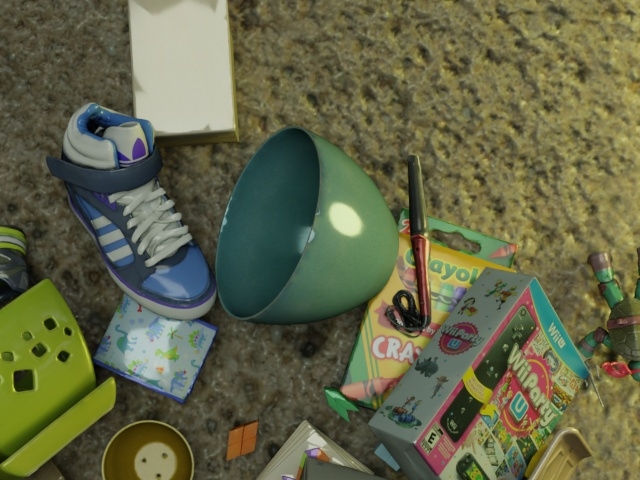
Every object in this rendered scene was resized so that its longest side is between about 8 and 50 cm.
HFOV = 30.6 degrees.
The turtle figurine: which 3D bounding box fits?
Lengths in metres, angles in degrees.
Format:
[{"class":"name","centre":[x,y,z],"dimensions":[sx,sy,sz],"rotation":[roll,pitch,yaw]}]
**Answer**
[{"class":"turtle figurine","centre":[0.474,0.130,1.769],"dimensions":[0.175,0.118,0.234],"rotation":[-3,77,-1]}]

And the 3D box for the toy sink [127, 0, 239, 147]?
[{"class":"toy sink","centre":[-0.210,-0.269,1.807],"dimensions":[0.152,0.131,0.234],"rotation":[-5,87,-1]}]

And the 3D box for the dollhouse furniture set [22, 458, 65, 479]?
[{"class":"dollhouse furniture set","centre":[-0.396,0.423,1.762],"dimensions":[0.151,0.123,0.144],"rotation":[42,83,-30]}]

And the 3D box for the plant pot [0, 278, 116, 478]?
[{"class":"plant pot","centre":[-0.430,0.215,1.676],"dimensions":[0.228,0.227,0.207],"rotation":[-39,91,-24]}]

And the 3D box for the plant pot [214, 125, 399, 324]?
[{"class":"plant pot","centre":[0.000,0.000,1.720],"dimensions":[0.195,0.290,0.290],"rotation":[19,81,-28]}]

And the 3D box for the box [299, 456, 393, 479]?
[{"class":"box","centre":[0.002,0.484,1.668],"dimensions":[0.148,0.121,0.311],"rotation":[15,98,0]}]

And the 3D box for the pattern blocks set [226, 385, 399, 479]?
[{"class":"pattern blocks set","centre":[-0.025,0.377,1.732],"dimensions":[0.285,0.026,0.325],"rotation":[30,97,-1]}]

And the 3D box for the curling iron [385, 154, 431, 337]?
[{"class":"curling iron","centre":[0.135,0.006,1.737],"dimensions":[0.068,0.035,0.274],"rotation":[3,82,1]}]

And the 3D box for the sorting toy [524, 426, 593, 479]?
[{"class":"sorting toy","centre":[0.313,0.368,1.700],"dimensions":[0.038,0.193,0.208],"rotation":[34,84,28]}]

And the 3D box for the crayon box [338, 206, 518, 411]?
[{"class":"crayon box","centre":[0.167,0.120,1.780],"dimensions":[0.202,0.081,0.319],"rotation":[18,82,2]}]

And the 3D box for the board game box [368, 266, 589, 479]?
[{"class":"board game box","centre":[0.234,0.224,1.664],"dimensions":[0.303,0.097,0.224],"rotation":[-51,126,-23]}]

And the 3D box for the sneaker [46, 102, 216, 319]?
[{"class":"sneaker","centre":[-0.264,-0.056,1.692],"dimensions":[0.130,0.236,0.323],"rotation":[-31,66,-29]}]

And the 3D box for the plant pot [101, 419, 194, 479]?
[{"class":"plant pot","centre":[-0.250,0.335,1.740],"dimensions":[0.134,0.095,0.134],"rotation":[0,81,0]}]

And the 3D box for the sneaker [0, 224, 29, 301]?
[{"class":"sneaker","centre":[-0.572,0.083,1.749],"dimensions":[0.300,0.111,0.121],"rotation":[-26,59,-2]}]

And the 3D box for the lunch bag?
[{"class":"lunch bag","centre":[-0.244,0.160,1.765],"dimensions":[0.151,0.096,0.129],"rotation":[22,82,12]}]
